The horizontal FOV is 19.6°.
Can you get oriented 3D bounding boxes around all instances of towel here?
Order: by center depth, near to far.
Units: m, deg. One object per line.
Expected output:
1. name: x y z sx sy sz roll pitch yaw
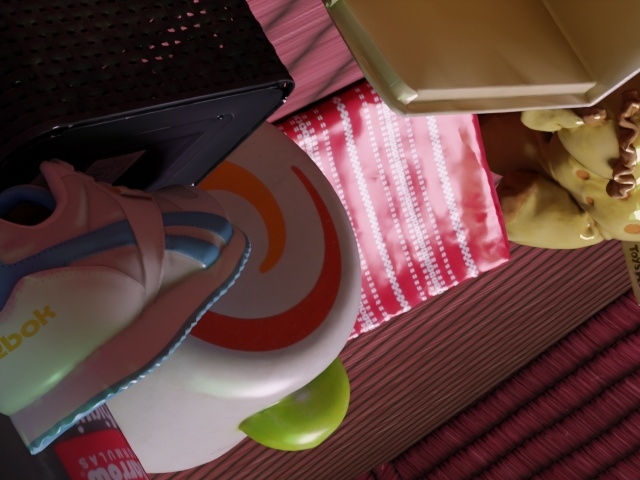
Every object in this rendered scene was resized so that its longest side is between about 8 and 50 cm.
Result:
1. towel: 0.000 0.000 1.273 0.275 0.031 0.199 -28 128 -15

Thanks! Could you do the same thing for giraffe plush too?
1. giraffe plush: 0.212 -0.078 1.397 0.181 0.210 0.170 -26 149 -9

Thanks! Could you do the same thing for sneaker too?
1. sneaker: -0.097 0.006 0.798 0.087 0.092 0.228 -36 -173 14

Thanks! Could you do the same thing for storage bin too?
1. storage bin: -0.116 -0.064 0.859 0.180 0.084 0.122 -18 164 -48
2. storage bin: 0.156 -0.185 0.918 0.262 0.123 0.260 -36 167 29

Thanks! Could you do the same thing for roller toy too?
1. roller toy: -0.088 0.024 1.041 0.191 0.209 0.146 13 145 -28

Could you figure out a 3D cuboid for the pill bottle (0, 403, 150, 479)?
1. pill bottle: -0.181 0.121 0.895 0.176 0.318 0.176 -30 169 -7
